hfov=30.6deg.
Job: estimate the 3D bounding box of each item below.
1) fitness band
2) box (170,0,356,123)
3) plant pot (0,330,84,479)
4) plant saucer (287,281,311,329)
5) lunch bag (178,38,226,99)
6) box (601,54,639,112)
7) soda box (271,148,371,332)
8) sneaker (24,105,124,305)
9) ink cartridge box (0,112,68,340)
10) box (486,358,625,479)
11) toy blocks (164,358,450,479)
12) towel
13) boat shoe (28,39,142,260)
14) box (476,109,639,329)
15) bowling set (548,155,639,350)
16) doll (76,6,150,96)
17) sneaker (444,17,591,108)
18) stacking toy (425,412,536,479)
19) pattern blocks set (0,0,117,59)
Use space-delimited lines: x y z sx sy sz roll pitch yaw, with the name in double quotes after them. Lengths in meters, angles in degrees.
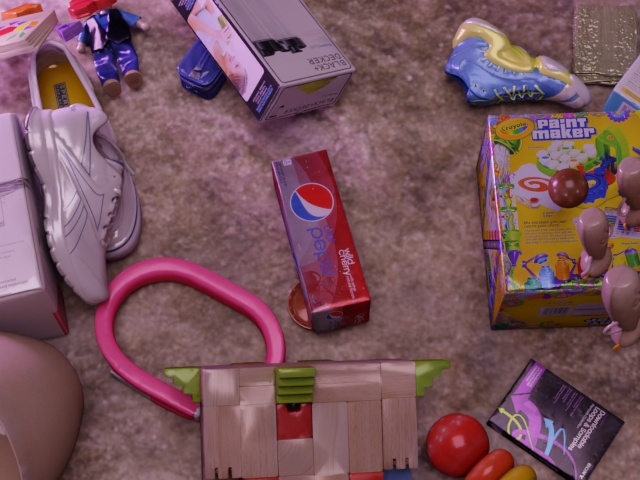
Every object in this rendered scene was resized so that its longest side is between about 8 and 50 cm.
-0.192 0.144 1.721 0.291 0.054 0.209 28 71 10 "fitness band"
-0.096 -0.332 1.853 0.169 0.087 0.290 -18 65 -41 "box"
-0.437 0.235 1.599 0.284 0.284 0.191 39 38 15 "plant pot"
-0.008 0.095 1.759 0.083 0.013 0.083 0 68 0 "plant saucer"
-0.186 -0.279 1.882 0.067 0.065 0.098 26 70 11 "lunch bag"
0.550 -0.269 1.847 0.100 0.060 0.244 36 62 10 "box"
0.000 0.000 1.748 0.092 0.083 0.263 -12 64 -6 "soda box"
-0.338 -0.054 1.683 0.129 0.111 0.297 -11 97 -7 "sneaker"
-0.458 -0.010 1.702 0.117 0.207 0.283 -13 68 -6 "ink cartridge box"
0.338 0.262 1.680 0.162 0.029 0.116 34 73 12 "box"
-0.016 0.297 1.592 0.381 0.191 0.261 -2 87 -9 "toy blocks"
0.464 -0.320 1.911 0.110 0.027 0.148 2 69 3 "towel"
-0.368 -0.153 1.785 0.136 0.156 0.367 -16 69 -5 "boat shoe"
0.390 -0.030 1.716 0.290 0.177 0.279 -2 68 1 "box"
0.409 -0.023 1.562 0.287 0.154 0.200 -45 55 -14 "bowling set"
-0.338 -0.328 1.913 0.129 0.046 0.189 -22 63 2 "doll"
0.304 -0.248 1.866 0.240 0.091 0.126 33 91 12 "sneaker"
0.273 0.367 1.598 0.141 0.141 0.330 -40 66 -14 "stacking toy"
-0.504 -0.312 1.835 0.325 0.026 0.285 -5 30 22 "pattern blocks set"
